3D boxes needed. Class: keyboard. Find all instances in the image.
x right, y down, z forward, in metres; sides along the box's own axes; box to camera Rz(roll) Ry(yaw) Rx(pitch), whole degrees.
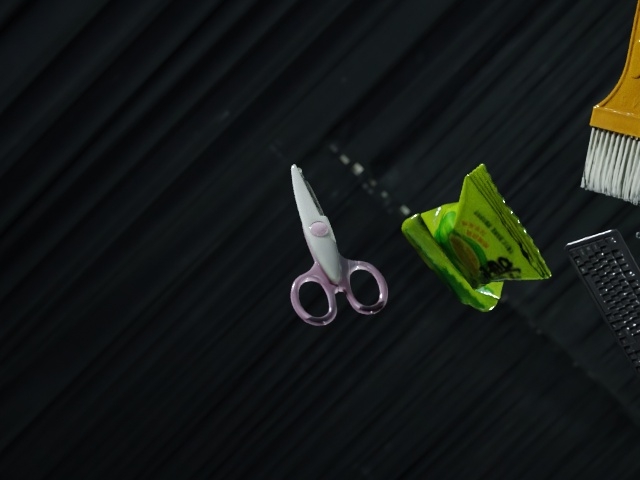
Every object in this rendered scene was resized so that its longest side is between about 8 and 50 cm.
[{"bbox_3d":[0.256,0.060,1.046,0.155,0.053,0.010,57,-140,-14],"label":"keyboard"}]

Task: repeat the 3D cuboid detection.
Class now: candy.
[{"bbox_3d":[0.183,0.002,1.433,0.149,0.069,0.246,49,166,0],"label":"candy"}]

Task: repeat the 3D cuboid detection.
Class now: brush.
[{"bbox_3d":[0.319,-0.195,1.256,0.017,0.314,0.090,2,-167,-38],"label":"brush"}]

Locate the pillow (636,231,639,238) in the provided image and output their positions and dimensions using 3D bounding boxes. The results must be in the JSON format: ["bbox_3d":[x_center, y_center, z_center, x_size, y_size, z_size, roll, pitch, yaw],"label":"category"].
[{"bbox_3d":[0.498,0.006,1.691,0.150,0.090,0.048,52,175,40],"label":"pillow"}]

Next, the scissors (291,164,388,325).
[{"bbox_3d":[0.000,0.000,1.152,0.022,0.085,0.176,89,165,-53],"label":"scissors"}]
